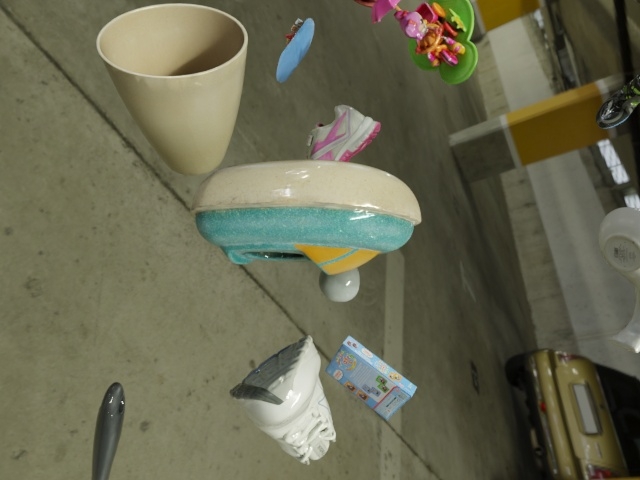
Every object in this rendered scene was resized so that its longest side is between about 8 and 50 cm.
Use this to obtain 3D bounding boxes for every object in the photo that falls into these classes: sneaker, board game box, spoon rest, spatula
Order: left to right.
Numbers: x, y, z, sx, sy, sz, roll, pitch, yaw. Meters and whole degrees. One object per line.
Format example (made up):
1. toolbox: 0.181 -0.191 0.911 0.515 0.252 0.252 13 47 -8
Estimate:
1. spatula: -0.202 0.249 0.460 0.084 0.030 0.296 -93 -167 -62
2. board game box: -0.075 -0.477 1.197 0.033 0.168 0.133 33 -8 5
3. sneaker: -0.026 0.202 0.583 0.129 0.111 0.297 54 -11 16
4. sneaker: 0.014 -0.203 1.084 0.111 0.252 0.103 46 21 3
5. board game box: 0.125 0.362 1.259 0.211 0.160 0.039 36 47 10
6. sneaker: 0.722 -0.341 1.114 0.078 0.188 0.067 -3 56 -50
7. spoon rest: 0.578 0.067 0.882 0.084 0.137 0.276 -22 114 -22

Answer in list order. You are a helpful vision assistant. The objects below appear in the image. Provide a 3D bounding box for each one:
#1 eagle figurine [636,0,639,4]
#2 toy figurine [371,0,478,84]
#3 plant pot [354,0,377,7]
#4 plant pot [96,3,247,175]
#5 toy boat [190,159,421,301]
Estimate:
1. eagle figurine: 0.527 -0.295 0.679 0.225 0.226 0.298 18 21 -11
2. toy figurine: 0.154 -0.339 0.763 0.159 0.130 0.173 2 59 -42
3. plant pot: 0.107 -0.544 0.878 0.174 0.191 0.191 -35 106 -83
4. plant pot: -0.267 -0.272 0.946 0.274 0.257 0.256 97 -1 -51
5. toy boat: 0.000 0.000 0.631 0.318 0.268 0.148 33 58 -71
